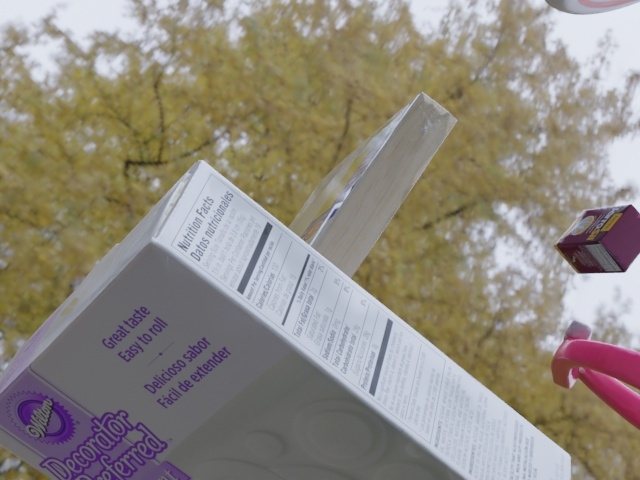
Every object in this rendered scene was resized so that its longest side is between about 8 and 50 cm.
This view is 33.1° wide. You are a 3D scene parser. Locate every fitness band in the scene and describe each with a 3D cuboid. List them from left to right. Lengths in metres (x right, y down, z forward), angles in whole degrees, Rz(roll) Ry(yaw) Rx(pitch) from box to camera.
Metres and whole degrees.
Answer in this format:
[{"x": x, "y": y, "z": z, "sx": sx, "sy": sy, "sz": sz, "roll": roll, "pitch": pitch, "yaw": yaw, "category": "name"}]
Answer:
[{"x": 0.368, "y": 0.174, "z": 1.232, "sx": 0.209, "sy": 0.054, "sz": 0.291, "roll": 28, "pitch": -9, "yaw": 20, "category": "fitness band"}]

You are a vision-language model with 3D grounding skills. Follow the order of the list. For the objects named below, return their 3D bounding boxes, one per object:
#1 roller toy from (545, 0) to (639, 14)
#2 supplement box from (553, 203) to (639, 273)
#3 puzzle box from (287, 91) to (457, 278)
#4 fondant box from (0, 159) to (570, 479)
[{"x": 0.251, "y": -0.280, "z": 0.886, "sx": 0.191, "sy": 0.209, "sz": 0.146, "roll": -40, "pitch": -115, "yaw": 53, "category": "roller toy"}, {"x": 0.277, "y": 0.000, "z": 1.055, "sx": 0.043, "sy": 0.055, "sz": 0.083, "roll": 47, "pitch": -17, "yaw": -12, "category": "supplement box"}, {"x": 0.000, "y": 0.000, "z": 1.268, "sx": 0.052, "sy": 0.272, "sz": 0.409, "roll": 37, "pitch": -17, "yaw": -6, "category": "puzzle box"}, {"x": -0.032, "y": 0.136, "z": 0.730, "sx": 0.330, "sy": 0.096, "sz": 0.238, "roll": 39, "pitch": -54, "yaw": -13, "category": "fondant box"}]
